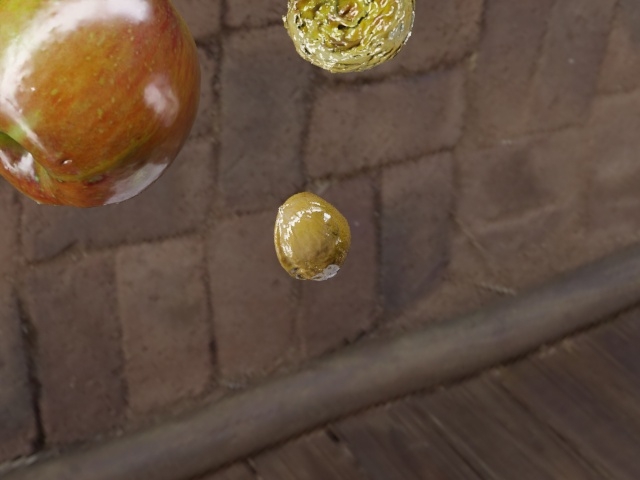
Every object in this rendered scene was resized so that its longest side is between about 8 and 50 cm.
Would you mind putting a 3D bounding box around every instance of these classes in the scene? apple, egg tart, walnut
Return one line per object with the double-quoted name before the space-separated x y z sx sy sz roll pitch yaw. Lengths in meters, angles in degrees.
"apple" -0.318 -0.217 1.743 0.339 0.339 0.339 -19 130 -25
"egg tart" 0.030 -0.215 1.249 0.129 0.129 0.049 -45 167 -1
"walnut" 0.000 0.000 1.434 0.121 0.052 0.091 41 69 -50
